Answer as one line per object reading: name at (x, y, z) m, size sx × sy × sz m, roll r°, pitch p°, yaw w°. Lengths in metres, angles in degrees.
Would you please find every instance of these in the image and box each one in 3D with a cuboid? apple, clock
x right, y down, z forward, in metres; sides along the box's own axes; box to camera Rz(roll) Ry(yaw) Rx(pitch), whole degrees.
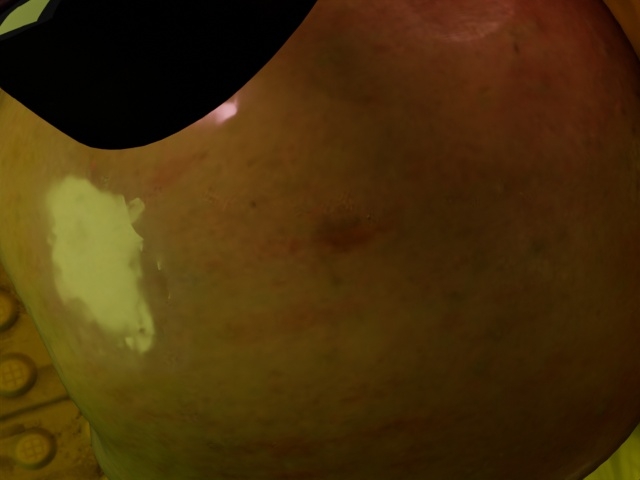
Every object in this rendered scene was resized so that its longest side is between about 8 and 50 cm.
apple at (0.000, 0.000, 0.803) m, size 0.338 × 0.305 × 0.338 m, roll 161°, pitch 90°, yaw -75°
clock at (0.006, -0.209, 0.472) m, size 0.120 × 0.379 × 0.276 m, roll 42°, pitch 177°, yaw -32°
